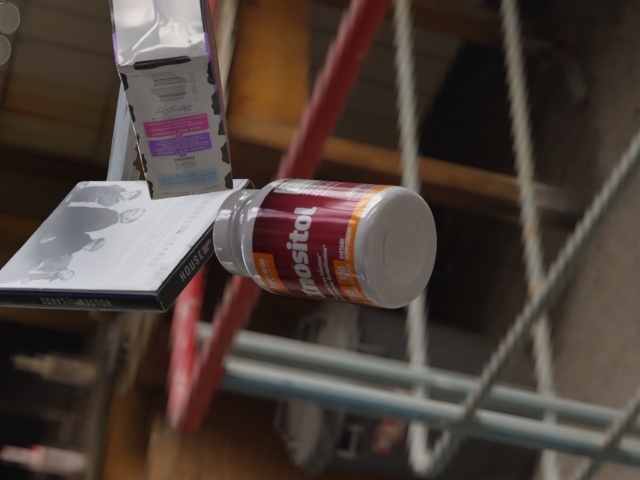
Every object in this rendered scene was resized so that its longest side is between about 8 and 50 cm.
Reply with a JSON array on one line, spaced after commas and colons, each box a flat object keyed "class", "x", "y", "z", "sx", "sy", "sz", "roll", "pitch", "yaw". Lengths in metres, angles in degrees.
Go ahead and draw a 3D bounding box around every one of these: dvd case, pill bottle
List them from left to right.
[{"class": "dvd case", "x": -0.200, "y": 0.002, "z": 1.820, "sx": 0.179, "sy": 0.238, "sz": 0.029, "roll": -53, "pitch": -50, "yaw": -37}, {"class": "pill bottle", "x": 0.000, "y": 0.000, "z": 1.293, "sx": 0.152, "sy": 0.086, "sz": 0.086, "roll": 5, "pitch": 82, "yaw": 40}]

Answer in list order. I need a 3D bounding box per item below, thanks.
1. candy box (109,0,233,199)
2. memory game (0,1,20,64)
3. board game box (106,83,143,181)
[{"class": "candy box", "x": -0.116, "y": -0.150, "z": 1.388, "sx": 0.196, "sy": 0.070, "sz": 0.165, "roll": 84, "pitch": 177, "yaw": -62}, {"class": "memory game", "x": -0.414, "y": -0.253, "z": 2.046, "sx": 0.012, "sy": 0.186, "sz": 0.186, "roll": 12, "pitch": 90, "yaw": 40}, {"class": "board game box", "x": -0.203, "y": -0.171, "z": 2.119, "sx": 0.390, "sy": 0.050, "sz": 0.390, "roll": -133, "pitch": 51, "yaw": -79}]
